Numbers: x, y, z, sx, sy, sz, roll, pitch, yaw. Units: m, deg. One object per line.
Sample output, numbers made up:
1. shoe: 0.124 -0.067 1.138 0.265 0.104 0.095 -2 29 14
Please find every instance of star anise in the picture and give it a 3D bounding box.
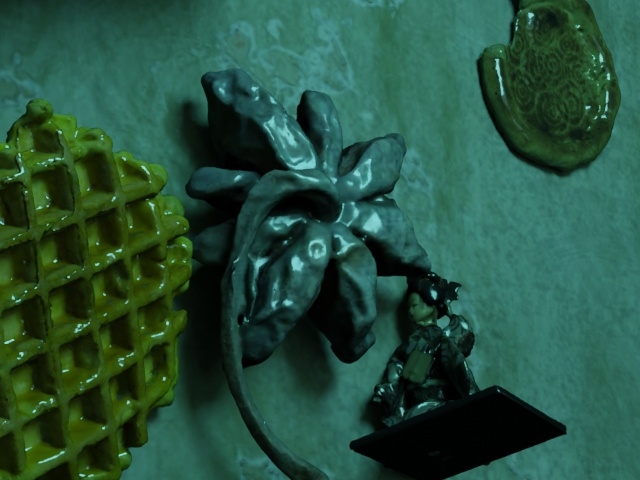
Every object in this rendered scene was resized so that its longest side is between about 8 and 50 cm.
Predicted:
1. star anise: 0.000 0.000 1.179 0.316 0.139 0.359 -37 100 -32

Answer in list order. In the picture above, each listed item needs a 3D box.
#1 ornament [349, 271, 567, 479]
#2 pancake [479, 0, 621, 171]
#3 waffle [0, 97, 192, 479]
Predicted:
1. ornament: 0.107 0.106 1.244 0.153 0.166 0.196 35 36 -50
2. pancake: 0.269 -0.188 1.509 0.212 0.029 0.235 34 61 -27
3. waffle: -0.196 0.051 1.009 0.282 0.058 0.300 12 84 -55
